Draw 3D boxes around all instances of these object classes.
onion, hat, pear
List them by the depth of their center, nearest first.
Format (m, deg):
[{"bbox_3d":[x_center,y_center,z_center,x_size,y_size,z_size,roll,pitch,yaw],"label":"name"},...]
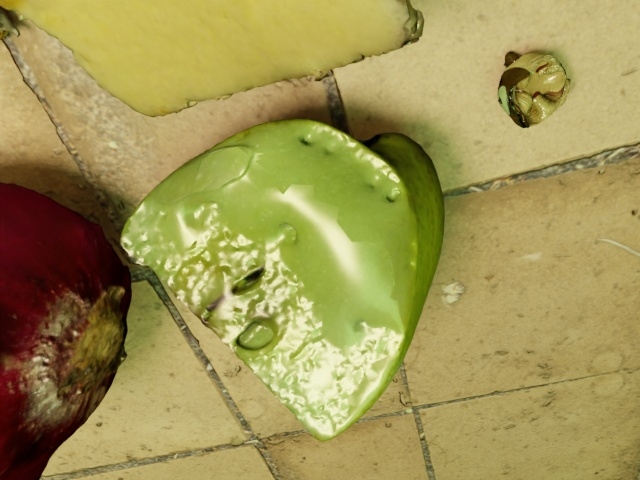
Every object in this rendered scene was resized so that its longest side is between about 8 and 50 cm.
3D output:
[{"bbox_3d":[0.237,-0.176,0.647,0.076,0.059,0.077,-42,128,8],"label":"hat"},{"bbox_3d":[-0.467,0.099,0.662,0.420,0.398,0.399,23,129,8],"label":"onion"},{"bbox_3d":[0.000,0.000,0.670,0.342,0.238,0.318,44,104,5],"label":"pear"}]

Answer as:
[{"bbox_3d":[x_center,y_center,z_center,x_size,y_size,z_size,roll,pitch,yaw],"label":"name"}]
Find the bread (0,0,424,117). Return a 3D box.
[{"bbox_3d":[-0.111,-0.211,0.466,0.315,0.279,0.248,-41,129,12],"label":"bread"}]

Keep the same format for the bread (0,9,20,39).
[{"bbox_3d":[-0.398,-0.203,0.526,0.147,0.152,0.127,-24,120,18],"label":"bread"}]
